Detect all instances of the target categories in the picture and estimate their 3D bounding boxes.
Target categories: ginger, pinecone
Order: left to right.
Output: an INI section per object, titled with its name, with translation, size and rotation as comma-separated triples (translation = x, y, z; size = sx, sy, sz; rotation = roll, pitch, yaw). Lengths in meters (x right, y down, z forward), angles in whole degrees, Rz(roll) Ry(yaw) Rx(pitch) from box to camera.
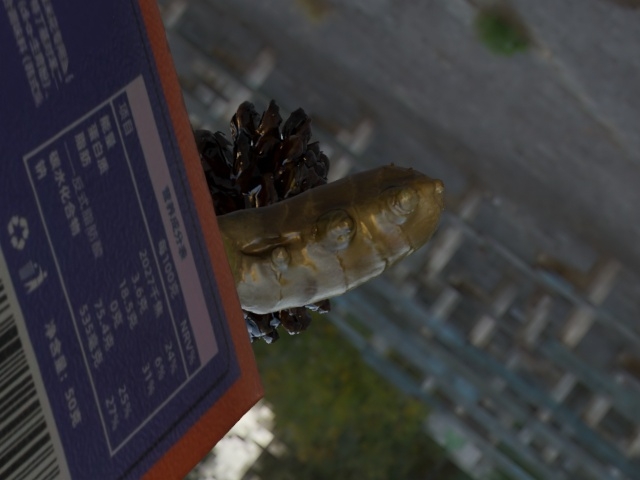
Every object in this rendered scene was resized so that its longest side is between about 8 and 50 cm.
[pinecone]
translation = -0.084, -0.011, 1.683
size = 0.221, 0.221, 0.221
rotation = 38, 180, 0
[ginger]
translation = 0.012, -0.002, 1.297
size = 0.115, 0.205, 0.081
rotation = 23, 129, 50

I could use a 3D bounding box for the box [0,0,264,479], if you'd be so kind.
[box]
translation = -0.240, -0.036, 0.746
size = 0.318, 0.257, 0.349
rotation = -3, 113, 31
